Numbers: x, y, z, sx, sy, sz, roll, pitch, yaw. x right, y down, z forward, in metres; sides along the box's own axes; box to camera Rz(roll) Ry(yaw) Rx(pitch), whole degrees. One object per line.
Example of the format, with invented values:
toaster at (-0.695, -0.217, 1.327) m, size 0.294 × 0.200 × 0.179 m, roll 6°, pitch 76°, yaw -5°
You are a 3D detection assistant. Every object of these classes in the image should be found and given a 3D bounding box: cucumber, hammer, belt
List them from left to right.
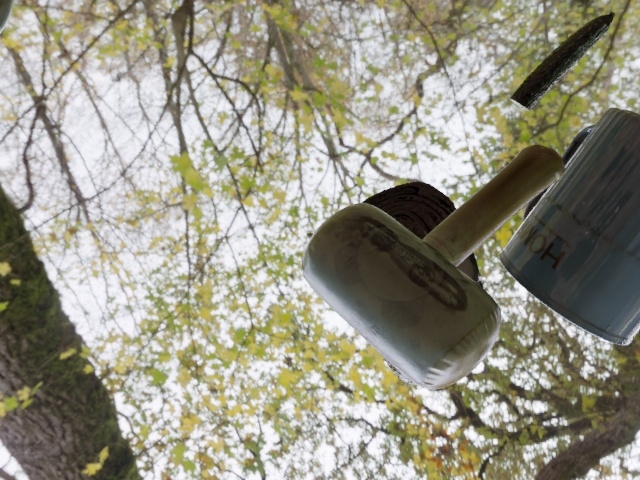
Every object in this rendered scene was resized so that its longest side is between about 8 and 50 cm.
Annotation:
belt at (0.144, 0.065, 0.855) m, size 0.184 × 0.164 × 0.289 m, roll -10°, pitch -127°, yaw 8°
hammer at (0.144, -0.009, 0.591) m, size 0.305 × 0.113 × 0.202 m, roll -40°, pitch -111°, yaw -21°
cucumber at (0.593, -0.443, 1.410) m, size 0.293 × 0.067 × 0.067 m, roll -47°, pitch -144°, yaw 18°

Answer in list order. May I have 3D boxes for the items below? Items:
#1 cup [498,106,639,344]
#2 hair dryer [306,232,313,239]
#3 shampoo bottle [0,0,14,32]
cup at (0.506, -0.037, 0.980) m, size 0.256 × 0.311 × 0.331 m, roll 34°, pitch -158°, yaw 11°
hair dryer at (0.000, 0.000, 1.340) m, size 0.038 × 0.063 × 0.124 m, roll -53°, pitch -150°, yaw -14°
shampoo bottle at (-0.286, -0.183, 0.329) m, size 0.065 × 0.204 × 0.065 m, roll -22°, pitch -122°, yaw 39°
